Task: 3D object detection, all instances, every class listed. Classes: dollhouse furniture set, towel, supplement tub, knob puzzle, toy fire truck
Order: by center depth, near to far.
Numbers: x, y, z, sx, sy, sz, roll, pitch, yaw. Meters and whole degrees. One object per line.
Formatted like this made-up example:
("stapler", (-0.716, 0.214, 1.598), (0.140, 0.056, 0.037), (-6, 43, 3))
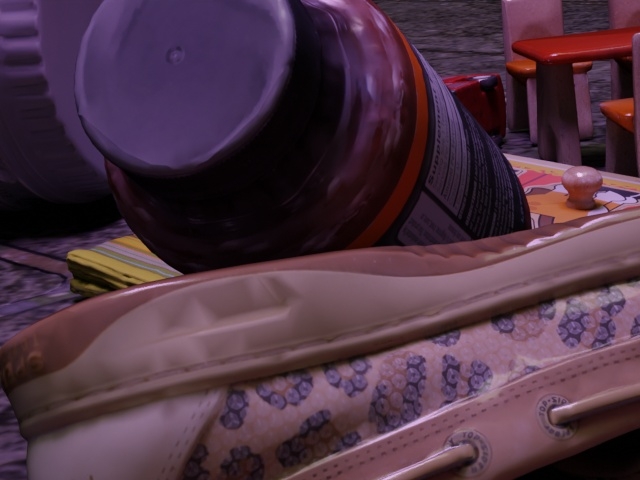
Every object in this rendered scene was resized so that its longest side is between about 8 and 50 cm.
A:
("supplement tub", (-0.003, -0.024, 0.526), (0.106, 0.106, 0.198), (1, -16, 24))
("knob puzzle", (0.073, -0.020, 0.756), (0.213, 0.030, 0.213), (1, 19, 0))
("towel", (0.000, 0.000, 0.780), (0.237, 0.021, 0.102), (-16, 23, -40))
("dollhouse furniture set", (0.246, -0.124, 0.938), (0.259, 0.135, 0.262), (-7, 14, -7))
("toy fire truck", (0.021, -0.067, 0.980), (0.135, 0.047, 0.192), (1, 14, 30))

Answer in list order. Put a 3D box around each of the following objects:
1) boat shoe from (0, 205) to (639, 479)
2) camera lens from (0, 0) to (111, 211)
("boat shoe", (0.054, 0.047, 0.456), (0.285, 0.089, 0.104), (-8, -12, -20))
("camera lens", (-0.236, -0.126, 0.956), (0.274, 0.219, 0.219), (1, 15, 23))
